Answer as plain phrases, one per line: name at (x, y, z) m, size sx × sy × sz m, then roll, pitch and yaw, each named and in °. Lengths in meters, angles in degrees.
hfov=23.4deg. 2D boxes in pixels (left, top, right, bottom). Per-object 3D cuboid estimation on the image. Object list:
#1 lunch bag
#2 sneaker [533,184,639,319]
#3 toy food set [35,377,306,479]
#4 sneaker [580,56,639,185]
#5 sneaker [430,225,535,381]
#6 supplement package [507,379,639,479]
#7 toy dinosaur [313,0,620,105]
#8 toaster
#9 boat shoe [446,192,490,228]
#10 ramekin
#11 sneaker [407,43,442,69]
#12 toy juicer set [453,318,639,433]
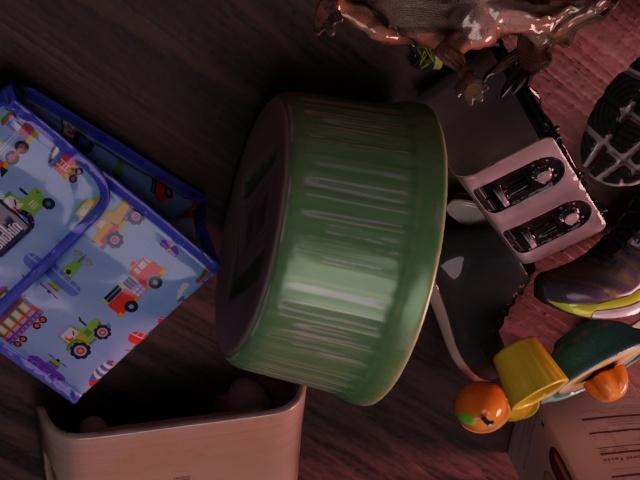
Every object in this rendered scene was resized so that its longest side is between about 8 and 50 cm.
lunch bag at (-0.281, -0.014, 1.513) m, size 0.221 × 0.138 × 0.293 m, roll -43°, pitch 123°, yaw 17°
sneaker at (0.362, -0.008, 1.723) m, size 0.300 × 0.111 × 0.121 m, roll -24°, pitch 115°, yaw -19°
toy food set at (-0.166, 0.240, 1.779) m, size 0.306 × 0.092 × 0.220 m, roll -6°, pitch 139°, yaw -11°
sneaker at (0.374, -0.151, 1.511) m, size 0.279 × 0.107 × 0.118 m, roll -46°, pitch 153°, yaw 7°
sneaker at (0.195, 0.074, 1.729) m, size 0.118 × 0.083 × 0.222 m, roll -12°, pitch 131°, yaw 21°
supplement package at (0.334, 0.285, 1.849) m, size 0.133 × 0.244 × 0.139 m, roll -4°, pitch 127°, yaw -14°
toy dinosaur at (0.112, -0.216, 1.455) m, size 0.295 × 0.200 × 0.127 m, roll 22°, pitch 103°, yaw 18°
toaster at (0.192, -0.092, 1.574) m, size 0.110 × 0.186 × 0.168 m, roll -30°, pitch 137°, yaw 10°
boat shoe at (0.194, -0.035, 1.697) m, size 0.125 × 0.038 × 0.046 m, roll 13°, pitch 153°, yaw -21°
ramekin at (0.000, 0.000, 1.506) m, size 0.148 × 0.303 × 0.303 m, roll 11°, pitch 123°, yaw -14°
sneaker at (0.105, -0.203, 1.545) m, size 0.035 × 0.031 × 0.083 m, roll -12°, pitch 129°, yaw -7°
toy juicer set at (0.297, 0.158, 1.770) m, size 0.329 × 0.089 × 0.209 m, roll -16°, pitch 159°, yaw -36°
